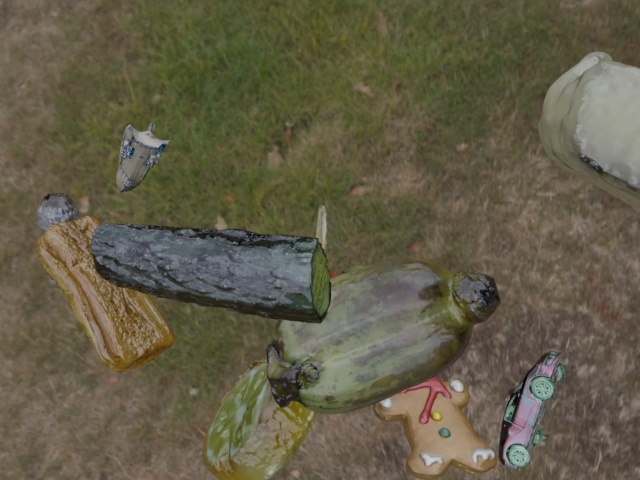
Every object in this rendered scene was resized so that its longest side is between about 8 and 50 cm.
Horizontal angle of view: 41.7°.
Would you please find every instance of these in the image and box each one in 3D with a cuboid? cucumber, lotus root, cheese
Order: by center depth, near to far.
[{"bbox_3d":[-0.099,0.033,0.729,0.211,0.078,0.062,2,50,16],"label":"cucumber"},{"bbox_3d":[0.349,-0.056,0.757,0.318,0.326,0.115,32,99,2],"label":"cheese"},{"bbox_3d":[0.080,0.119,1.070,0.309,0.173,0.173,-21,59,6],"label":"lotus root"}]

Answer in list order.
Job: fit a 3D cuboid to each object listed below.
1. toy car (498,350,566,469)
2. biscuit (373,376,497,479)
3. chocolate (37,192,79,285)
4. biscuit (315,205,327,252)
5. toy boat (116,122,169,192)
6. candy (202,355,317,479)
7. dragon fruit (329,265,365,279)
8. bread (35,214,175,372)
[{"bbox_3d":[0.228,0.183,0.923,0.055,0.069,0.142,21,108,22],"label":"toy car"},{"bbox_3d":[0.222,0.348,1.769,0.215,0.047,0.340,-3,41,-14],"label":"biscuit"},{"bbox_3d":[-0.635,0.000,2.073,0.110,0.248,0.110,2,29,-1],"label":"chocolate"},{"bbox_3d":[0.000,0.000,1.776,0.020,0.152,0.152,2,61,-4],"label":"biscuit"},{"bbox_3d":[-0.367,-0.149,1.658,0.084,0.210,0.066,18,55,-19],"label":"toy boat"},{"bbox_3d":[-0.110,0.321,1.514,0.118,0.260,0.260,40,72,-16],"label":"candy"},{"bbox_3d":[0.042,0.155,1.673,0.224,0.227,0.224,0,91,5],"label":"dragon fruit"},{"bbox_3d":[-0.350,0.084,1.378,0.271,0.139,0.077,53,128,13],"label":"bread"}]
